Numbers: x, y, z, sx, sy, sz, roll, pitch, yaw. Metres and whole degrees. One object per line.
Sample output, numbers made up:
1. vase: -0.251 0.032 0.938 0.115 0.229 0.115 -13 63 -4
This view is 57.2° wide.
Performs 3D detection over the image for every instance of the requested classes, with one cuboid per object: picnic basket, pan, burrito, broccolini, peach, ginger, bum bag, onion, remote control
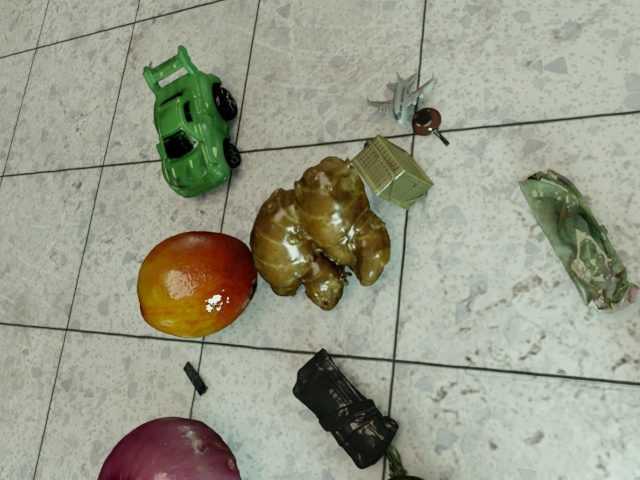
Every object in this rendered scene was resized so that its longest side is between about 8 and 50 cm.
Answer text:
1. picnic basket: 0.151 -0.140 1.223 0.079 0.164 0.115 -43 59 21
2. pan: 0.243 -0.249 1.285 0.068 0.023 0.115 -42 59 10
3. burrito: 0.463 -0.009 1.064 0.096 0.066 0.309 -32 59 20
4. broccolini: 0.131 0.405 1.147 0.035 0.030 0.140 -58 43 45
5. peach: -0.278 0.102 1.338 0.280 0.238 0.281 -10 30 6
6. ginger: -0.009 0.003 1.247 0.357 0.152 0.274 -35 102 30
7. bum bag: 0.045 0.336 1.184 0.123 0.060 0.248 -54 51 10
8. onion: -0.342 0.542 1.206 0.358 0.344 0.359 -49 30 42
9. remote control: -0.299 0.331 1.409 0.091 0.016 0.034 46 114 32

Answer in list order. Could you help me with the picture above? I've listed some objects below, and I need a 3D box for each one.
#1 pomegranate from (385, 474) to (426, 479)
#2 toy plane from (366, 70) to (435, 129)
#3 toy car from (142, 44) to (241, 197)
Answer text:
1. pomegranate: 0.185 0.508 1.002 0.247 0.202 0.202 -1 71 -3
2. toy plane: 0.180 -0.312 1.309 0.162 0.065 0.171 -15 51 25
3. toy car: -0.346 -0.300 1.539 0.213 0.176 0.359 -18 67 24
